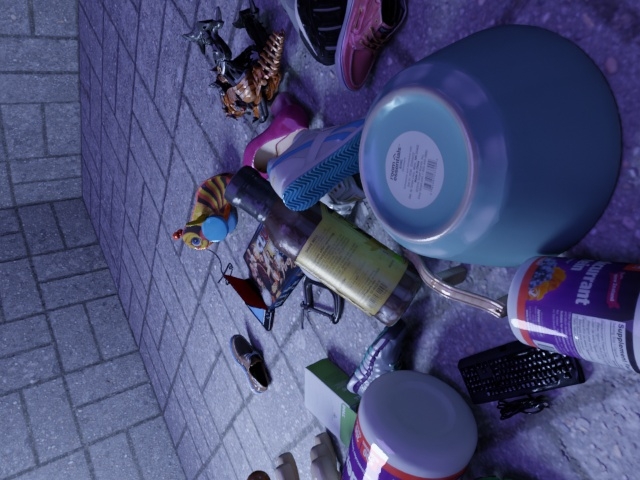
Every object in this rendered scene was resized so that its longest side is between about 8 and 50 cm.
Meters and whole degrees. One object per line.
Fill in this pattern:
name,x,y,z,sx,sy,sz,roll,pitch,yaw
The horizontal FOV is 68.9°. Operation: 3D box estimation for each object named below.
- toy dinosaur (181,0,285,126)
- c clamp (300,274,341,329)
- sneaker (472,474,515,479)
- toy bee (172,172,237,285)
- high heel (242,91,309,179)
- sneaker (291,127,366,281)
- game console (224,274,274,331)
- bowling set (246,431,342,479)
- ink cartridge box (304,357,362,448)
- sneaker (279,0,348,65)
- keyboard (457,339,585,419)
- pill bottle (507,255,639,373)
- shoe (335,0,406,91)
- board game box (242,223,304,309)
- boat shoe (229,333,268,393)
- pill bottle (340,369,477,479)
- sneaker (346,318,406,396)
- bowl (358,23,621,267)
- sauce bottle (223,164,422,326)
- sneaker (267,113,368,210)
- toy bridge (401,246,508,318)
toy dinosaur,-0.144,-0.359,0.967,0.321,0.164,0.218,-16,103,41
c clamp,-0.001,0.139,1.020,0.160,0.022,0.137,1,98,56
sneaker,0.305,0.449,0.582,0.343,0.146,0.134,37,130,44
toy bee,-0.315,-0.038,1.246,0.195,0.162,0.299,51,-132,-86
high heel,-0.094,-0.180,0.982,0.244,0.082,0.117,-54,46,33
sneaker,0.023,-0.057,0.836,0.169,0.108,0.293,10,109,56
game console,-0.194,0.167,1.244,0.144,0.085,0.124,42,133,40
bowling set,-0.043,0.536,0.991,0.287,0.199,0.154,71,179,-79
ink cartridge box,0.050,0.352,0.983,0.209,0.062,0.109,28,123,47
sneaker,-0.020,-0.412,0.795,0.108,0.100,0.272,130,123,-66
keyboard,0.266,0.195,0.642,0.192,0.038,0.100,-45,65,52
pill bottle,0.306,0.076,0.478,0.193,0.108,0.108,5,106,54
shoe,0.075,-0.312,0.707,0.081,0.063,0.178,39,127,48
board game box,-0.103,0.038,1.105,0.165,0.042,0.243,61,143,21
boat shoe,-0.196,0.346,1.338,0.066,0.066,0.183,-39,80,48
pill bottle,0.129,0.387,0.777,0.181,0.181,0.323,39,131,41
sneaker,0.126,0.227,0.838,0.098,0.083,0.224,37,138,16
bowl,0.164,-0.100,0.571,0.311,0.163,0.312,23,119,49
sauce bottle,0.000,0.000,0.759,0.344,0.111,0.111,36,137,2
sneaker,0.023,-0.143,0.713,0.092,0.228,0.087,53,170,38
toy bridge,0.186,0.055,0.682,0.188,0.063,0.026,37,130,42
